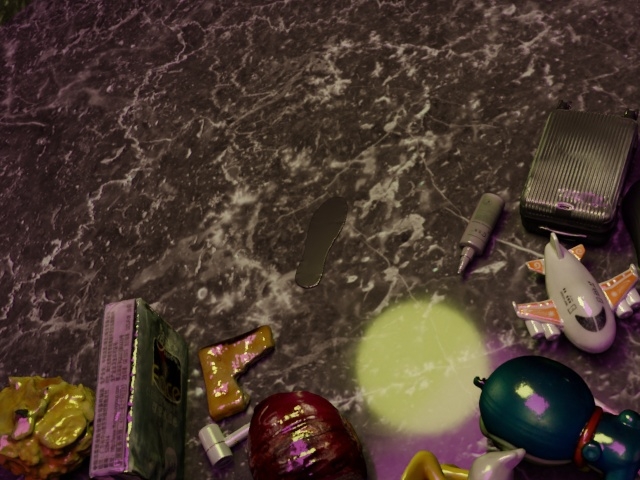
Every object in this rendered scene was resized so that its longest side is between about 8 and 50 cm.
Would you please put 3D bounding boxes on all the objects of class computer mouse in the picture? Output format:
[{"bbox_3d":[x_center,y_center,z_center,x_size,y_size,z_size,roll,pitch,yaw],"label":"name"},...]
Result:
[{"bbox_3d":[0.699,-0.038,1.408,0.147,0.088,0.264,-11,60,14],"label":"computer mouse"}]

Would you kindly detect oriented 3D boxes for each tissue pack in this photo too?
[{"bbox_3d":[-0.363,0.328,1.413,0.122,0.259,0.361,-9,56,8],"label":"tissue pack"}]

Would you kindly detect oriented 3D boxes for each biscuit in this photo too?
[{"bbox_3d":[-0.177,0.286,1.513,0.174,0.039,0.183,-17,57,5],"label":"biscuit"}]

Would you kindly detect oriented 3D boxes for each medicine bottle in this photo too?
[{"bbox_3d":[0.339,-0.010,1.516,0.057,0.057,0.199,20,67,27],"label":"medicine bottle"}]

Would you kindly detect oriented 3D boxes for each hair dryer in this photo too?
[{"bbox_3d":[-0.177,0.400,1.441,0.137,0.047,0.082,-29,55,-8],"label":"hair dryer"}]

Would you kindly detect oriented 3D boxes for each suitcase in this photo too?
[{"bbox_3d":[0.554,-0.150,1.491,0.202,0.128,0.312,15,66,25],"label":"suitcase"}]

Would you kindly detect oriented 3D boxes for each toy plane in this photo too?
[{"bbox_3d":[0.498,0.104,1.362,0.244,0.117,0.245,-7,57,12],"label":"toy plane"}]

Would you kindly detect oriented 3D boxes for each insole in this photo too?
[{"bbox_3d":[0.000,0.000,1.649,0.086,0.005,0.253,10,63,24],"label":"insole"}]

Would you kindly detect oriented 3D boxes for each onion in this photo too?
[{"bbox_3d":[-0.041,0.382,1.316,0.216,0.207,0.206,-23,59,-4],"label":"onion"}]

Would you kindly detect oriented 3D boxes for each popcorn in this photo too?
[{"bbox_3d":[-0.591,0.387,1.471,0.249,0.225,0.249,-12,54,16],"label":"popcorn"}]

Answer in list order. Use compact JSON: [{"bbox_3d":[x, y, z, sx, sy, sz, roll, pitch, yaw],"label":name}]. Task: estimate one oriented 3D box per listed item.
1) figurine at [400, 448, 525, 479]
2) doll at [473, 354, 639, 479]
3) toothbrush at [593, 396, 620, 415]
[{"bbox_3d":[0.324,0.477,1.095,0.338,0.204,0.283,-9,81,38],"label":"figurine"},{"bbox_3d":[0.415,0.314,1.211,0.322,0.198,0.186,22,104,20],"label":"doll"},{"bbox_3d":[0.538,0.321,1.276,0.286,0.020,0.025,31,76,31],"label":"toothbrush"}]
